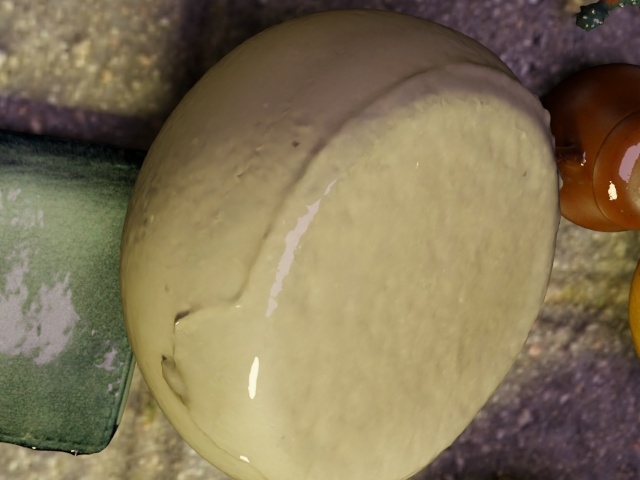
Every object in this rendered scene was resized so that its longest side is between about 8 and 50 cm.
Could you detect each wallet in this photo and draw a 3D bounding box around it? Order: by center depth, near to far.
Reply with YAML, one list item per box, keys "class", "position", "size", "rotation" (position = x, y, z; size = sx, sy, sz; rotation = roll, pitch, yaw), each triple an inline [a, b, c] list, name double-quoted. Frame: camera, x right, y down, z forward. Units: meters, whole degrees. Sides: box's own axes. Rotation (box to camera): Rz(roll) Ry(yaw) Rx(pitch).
- class: "wallet"
  position: [-0.274, 0.012, 0.921]
  size: [0.379, 0.046, 0.191]
  rotation: [9, 105, -25]

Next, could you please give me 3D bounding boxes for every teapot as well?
- class: "teapot"
  position: [0.191, -0.054, 1.059]
  size: [0.173, 0.116, 0.116]
  rotation: [5, 108, -24]

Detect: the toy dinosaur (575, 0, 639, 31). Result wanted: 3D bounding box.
- class: "toy dinosaur"
  position: [0.226, -0.163, 1.066]
  size: [0.154, 0.049, 0.055]
  rotation: [-20, 120, -21]

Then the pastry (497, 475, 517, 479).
- class: "pastry"
  position: [0.156, 0.285, 1.085]
  size: [0.236, 0.170, 0.256]
  rotation: [-31, 83, -43]

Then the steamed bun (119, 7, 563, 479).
- class: "steamed bun"
  position: [0.000, 0.000, 0.950]
  size: [0.283, 0.177, 0.283]
  rotation: [-26, 130, -36]

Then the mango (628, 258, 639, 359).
- class: "mango"
  position: [0.311, 0.059, 1.159]
  size: [0.262, 0.109, 0.157]
  rotation: [23, 109, -24]
